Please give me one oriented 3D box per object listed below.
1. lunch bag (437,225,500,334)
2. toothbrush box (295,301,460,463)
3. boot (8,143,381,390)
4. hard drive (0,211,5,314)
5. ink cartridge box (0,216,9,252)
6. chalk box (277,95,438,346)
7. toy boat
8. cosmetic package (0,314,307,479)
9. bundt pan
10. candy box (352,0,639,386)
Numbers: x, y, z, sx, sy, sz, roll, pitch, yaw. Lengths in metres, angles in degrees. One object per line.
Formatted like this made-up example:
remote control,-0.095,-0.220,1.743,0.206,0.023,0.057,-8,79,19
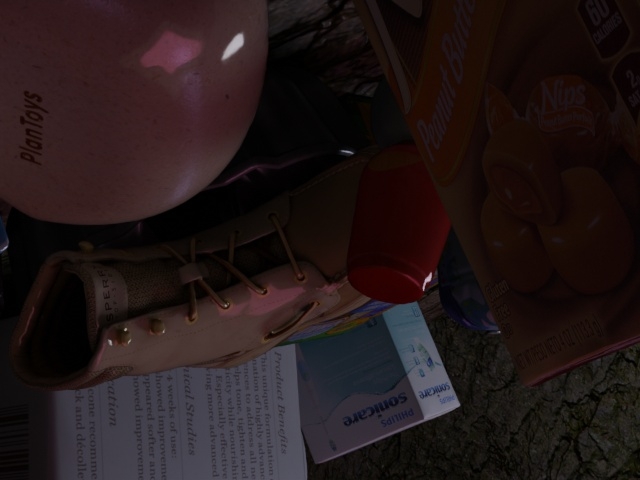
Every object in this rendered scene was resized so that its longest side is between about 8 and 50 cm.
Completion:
lunch bag,0.185,-0.023,0.968,0.176,0.219,0.090,0,167,-41
toothbrush box,0.049,0.164,1.589,0.216,0.296,0.126,-30,165,31
boot,-0.070,0.021,0.697,0.262,0.095,0.203,-34,160,34
hard drive,-0.381,0.033,0.835,0.236,0.064,0.339,-17,166,-20
ink cartridge box,-0.304,-0.022,0.420,0.270,0.198,0.197,-32,164,36
chalk box,0.000,0.000,1.080,0.289,0.180,0.179,-31,165,31
toy boat,-0.062,-0.084,0.553,0.318,0.148,0.267,23,151,-12
cosmetic package,-0.257,0.275,1.184,0.327,0.330,0.393,-15,163,35
bundt pan,-0.106,-0.031,0.848,0.330,0.124,0.331,-24,163,-8
candy box,0.086,-0.114,0.417,0.087,0.317,0.183,-19,167,-18
